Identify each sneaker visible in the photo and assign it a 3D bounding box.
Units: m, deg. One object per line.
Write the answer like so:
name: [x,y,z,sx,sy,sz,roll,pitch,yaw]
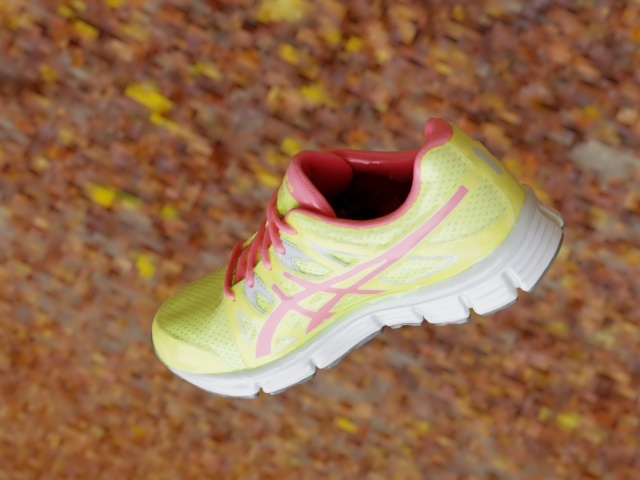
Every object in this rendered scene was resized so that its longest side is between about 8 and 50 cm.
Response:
sneaker: [0.000,0.000,0.875,0.208,0.081,0.094,-23,123,27]
